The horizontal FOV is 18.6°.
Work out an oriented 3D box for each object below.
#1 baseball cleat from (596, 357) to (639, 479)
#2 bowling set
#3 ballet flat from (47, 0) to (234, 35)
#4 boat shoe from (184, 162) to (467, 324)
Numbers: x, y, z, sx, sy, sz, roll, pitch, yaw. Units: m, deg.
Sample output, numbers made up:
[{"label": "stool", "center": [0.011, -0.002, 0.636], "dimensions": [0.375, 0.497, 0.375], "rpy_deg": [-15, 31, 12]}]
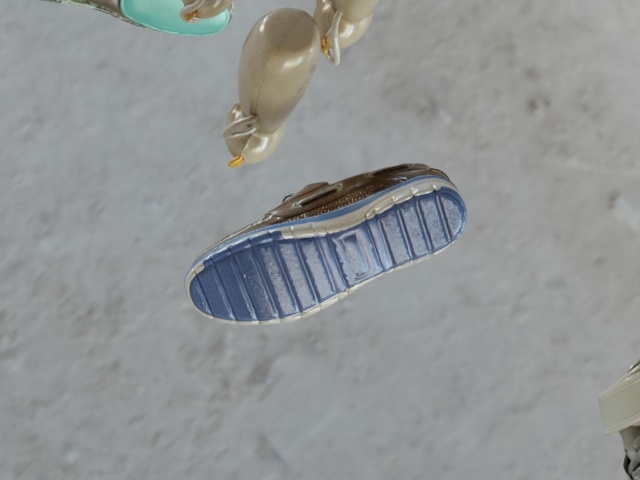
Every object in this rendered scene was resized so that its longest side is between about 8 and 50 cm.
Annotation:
[{"label": "baseball cleat", "center": [0.185, 0.139, 1.075], "dimensions": [0.109, 0.072, 0.206], "rpy_deg": [30, 80, 2]}, {"label": "bowling set", "center": [-0.027, -0.216, 1.324], "dimensions": [0.200, 0.154, 0.287], "rpy_deg": [39, 64, 7]}, {"label": "ballet flat", "center": [-0.157, -0.206, 1.492], "dimensions": [0.188, 0.070, 0.070], "rpy_deg": [14, 51, -21]}, {"label": "boat shoe", "center": [0.000, 0.000, 1.241], "dimensions": [0.183, 0.066, 0.066], "rpy_deg": [-17, 30, -4]}]
